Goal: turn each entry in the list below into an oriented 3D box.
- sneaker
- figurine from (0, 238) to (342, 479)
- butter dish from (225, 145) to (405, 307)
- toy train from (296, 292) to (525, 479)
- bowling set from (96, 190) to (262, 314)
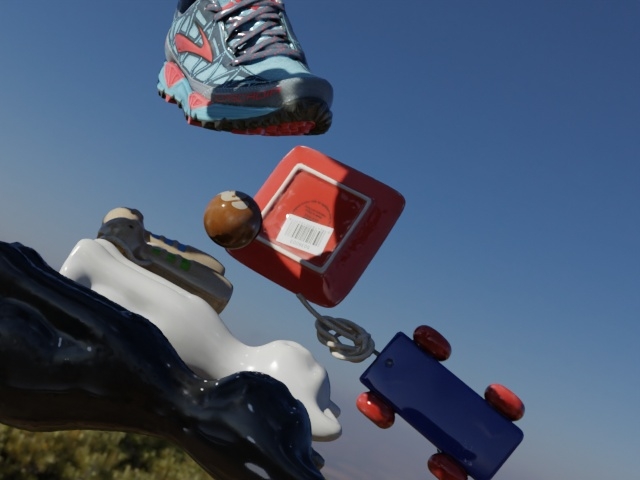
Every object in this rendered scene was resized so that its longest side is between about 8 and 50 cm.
[{"bbox_3d":[-0.072,-0.159,0.748,0.104,0.125,0.262,-3,20,-30],"label":"sneaker"},{"bbox_3d":[-0.083,0.080,0.543,0.209,0.092,0.215,23,3,5],"label":"figurine"},{"bbox_3d":[0.000,0.000,1.033,0.160,0.160,0.118,28,-18,23],"label":"butter dish"},{"bbox_3d":[0.083,0.142,0.912,0.248,0.105,0.143,39,-9,16],"label":"toy train"},{"bbox_3d":[-0.163,0.019,0.833,0.154,0.200,0.287,30,-4,-13],"label":"bowling set"}]
